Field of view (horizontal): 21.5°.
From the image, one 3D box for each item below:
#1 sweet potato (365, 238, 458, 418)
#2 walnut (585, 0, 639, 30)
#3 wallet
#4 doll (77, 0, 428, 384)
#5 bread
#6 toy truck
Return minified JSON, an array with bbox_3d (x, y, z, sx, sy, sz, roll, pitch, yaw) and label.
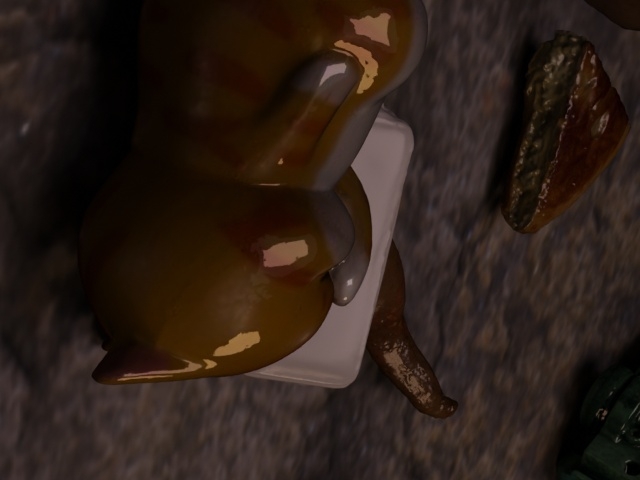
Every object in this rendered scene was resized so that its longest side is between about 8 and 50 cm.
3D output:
[{"bbox_3d":[0.047,0.057,1.155,0.050,0.050,0.214,-50,139,-26],"label":"sweet potato"},{"bbox_3d":[0.265,-0.270,1.137,0.273,0.227,0.273,-30,133,-40],"label":"walnut"},{"bbox_3d":[0.000,0.000,1.052,0.095,0.033,0.190,11,99,-23],"label":"wallet"},{"bbox_3d":[-0.037,-0.052,0.899,0.166,0.162,0.270,-11,113,-85],"label":"doll"},{"bbox_3d":[0.194,-0.085,1.285,0.136,0.054,0.154,-6,117,-51],"label":"bread"},{"bbox_3d":[0.337,0.161,1.521,0.279,0.155,0.156,-42,153,-35],"label":"toy truck"}]
